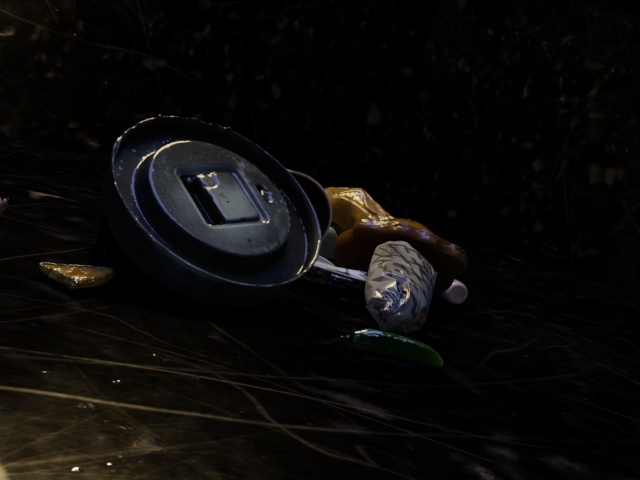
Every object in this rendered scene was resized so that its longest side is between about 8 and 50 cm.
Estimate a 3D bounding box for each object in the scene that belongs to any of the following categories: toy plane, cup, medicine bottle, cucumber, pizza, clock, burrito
[{"bbox_3d":[0.035,0.075,1.749,0.234,0.082,0.160,29,-2,3],"label":"toy plane"},{"bbox_3d":[-0.146,-0.063,2.051,0.288,0.208,0.273,-27,18,-11],"label":"cup"},{"bbox_3d":[0.304,0.114,2.001,0.052,0.052,0.089,12,7,-14],"label":"medicine bottle"},{"bbox_3d":[0.110,0.160,1.311,0.168,0.039,0.039,15,7,-7],"label":"cucumber"},{"bbox_3d":[-0.370,0.052,1.280,0.108,0.026,0.123,13,9,13],"label":"pizza"},{"bbox_3d":[-0.181,-0.052,1.449,0.386,0.076,0.386,23,39,-20],"label":"clock"},{"bbox_3d":[0.144,0.089,1.561,0.139,0.101,0.445,40,13,-2],"label":"burrito"}]

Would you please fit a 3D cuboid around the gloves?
[{"bbox_3d":[0.085,-0.066,2.450,0.356,0.155,0.203,20,-24,31],"label":"gloves"}]

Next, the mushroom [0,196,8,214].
[{"bbox_3d":[-0.656,-0.081,1.559,0.170,0.080,0.135,9,18,-12],"label":"mushroom"}]

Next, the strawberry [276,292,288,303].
[{"bbox_3d":[-0.125,0.052,1.543,0.188,0.082,0.121,16,4,38],"label":"strawberry"}]

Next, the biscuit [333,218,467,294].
[{"bbox_3d":[0.166,0.035,1.853,0.273,0.049,0.257,18,-29,-7],"label":"biscuit"}]

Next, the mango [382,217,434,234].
[{"bbox_3d":[0.198,0.038,2.070,0.192,0.146,0.316,15,-13,5],"label":"mango"}]

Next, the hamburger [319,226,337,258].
[{"bbox_3d":[0.003,0.001,2.184,0.054,0.084,0.121,19,10,26],"label":"hamburger"}]

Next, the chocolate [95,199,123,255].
[{"bbox_3d":[-0.352,-0.048,1.561,0.206,0.224,0.177,19,31,31],"label":"chocolate"}]
